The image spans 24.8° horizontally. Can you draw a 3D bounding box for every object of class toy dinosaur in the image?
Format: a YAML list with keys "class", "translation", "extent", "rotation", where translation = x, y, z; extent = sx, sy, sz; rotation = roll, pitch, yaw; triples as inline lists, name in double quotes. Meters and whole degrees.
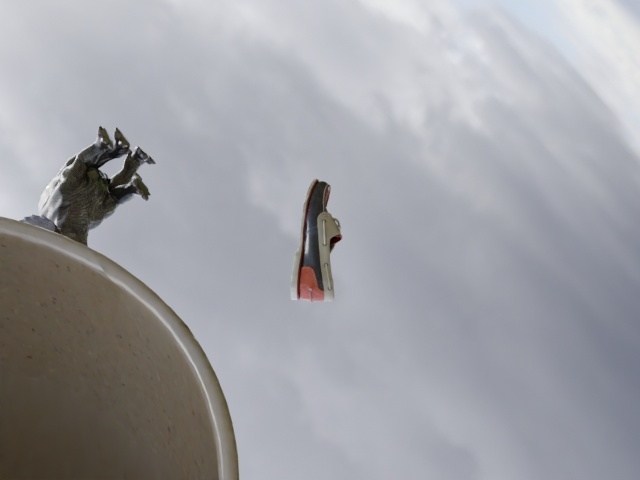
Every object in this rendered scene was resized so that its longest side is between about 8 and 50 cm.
- class: "toy dinosaur"
  translation: [-0.284, -0.056, 1.739]
  extent: [0.121, 0.160, 0.313]
  rotation: [52, -171, -19]

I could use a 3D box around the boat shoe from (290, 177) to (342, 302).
- class: "boat shoe"
  translation: [0.000, 0.000, 1.426]
  extent: [0.049, 0.043, 0.137]
  rotation: [82, -166, -56]

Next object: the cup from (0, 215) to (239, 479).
- class: "cup"
  translation: [-0.189, 0.182, 0.610]
  extent: [0.331, 0.331, 0.237]
  rotation: [-113, 14, -45]
